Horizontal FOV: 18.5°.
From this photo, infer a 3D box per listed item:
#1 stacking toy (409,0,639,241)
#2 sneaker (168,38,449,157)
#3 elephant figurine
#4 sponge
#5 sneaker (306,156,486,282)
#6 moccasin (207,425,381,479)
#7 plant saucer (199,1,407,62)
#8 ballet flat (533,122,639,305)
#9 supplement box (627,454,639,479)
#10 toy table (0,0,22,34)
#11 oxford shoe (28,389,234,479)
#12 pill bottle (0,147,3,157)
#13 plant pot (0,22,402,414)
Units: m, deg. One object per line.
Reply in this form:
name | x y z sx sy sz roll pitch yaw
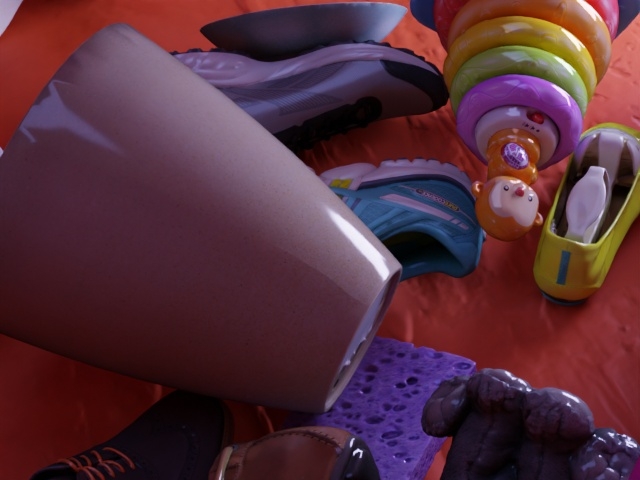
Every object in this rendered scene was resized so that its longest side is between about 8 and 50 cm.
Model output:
stacking toy | 0.165 -0.120 1.655 0.175 0.166 0.302 27 47 -18
sneaker | -0.018 -0.114 1.772 0.272 0.100 0.108 -5 67 -1
elephant figurine | 0.104 0.218 1.310 0.169 0.186 0.239 -7 54 62
sponge | 0.026 0.156 1.480 0.117 0.031 0.210 12 45 25
sneaker | 0.000 0.000 1.618 0.275 0.107 0.110 -9 49 1
moccasin | -0.068 0.276 1.270 0.147 0.139 0.380 -3 49 21
plant saucer | -0.014 -0.187 1.828 0.195 0.037 0.195 -7 -1 0
ballet flat | 0.232 -0.043 1.633 0.077 0.077 0.231 12 44 17
supplement box | 0.277 0.160 1.257 0.111 0.114 0.220 24 91 46
toy table | -0.294 -0.327 1.974 0.274 0.252 0.161 17 29 42
oxford shoe | -0.152 0.188 1.426 0.097 0.098 0.271 15 46 27
pill bottle | -0.382 0.025 1.616 0.283 0.160 0.160 -33 45 -25
plant pot | -0.087 0.010 1.478 0.274 0.256 0.256 27 50 9
